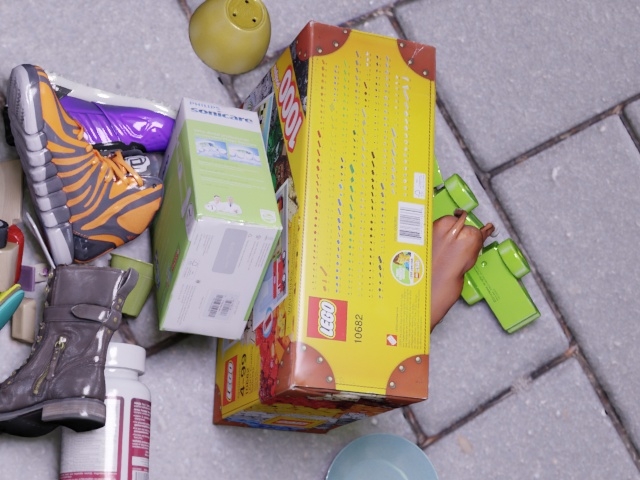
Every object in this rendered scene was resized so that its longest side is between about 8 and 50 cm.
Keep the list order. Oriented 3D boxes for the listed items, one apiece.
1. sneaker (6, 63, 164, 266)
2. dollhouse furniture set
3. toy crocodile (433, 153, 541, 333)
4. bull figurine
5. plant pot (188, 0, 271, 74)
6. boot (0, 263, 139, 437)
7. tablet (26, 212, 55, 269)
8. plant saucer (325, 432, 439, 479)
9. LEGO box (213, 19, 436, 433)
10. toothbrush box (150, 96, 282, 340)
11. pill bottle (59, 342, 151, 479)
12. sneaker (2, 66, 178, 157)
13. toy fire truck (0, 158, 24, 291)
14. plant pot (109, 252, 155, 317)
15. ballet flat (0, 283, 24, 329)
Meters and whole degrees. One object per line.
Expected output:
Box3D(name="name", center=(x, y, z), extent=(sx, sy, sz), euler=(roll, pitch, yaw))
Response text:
Box3D(name="sneaker", center=(-0.323, -0.120, 1.693), extent=(0.180, 0.321, 0.124), euler=(-19, 43, -17))
Box3D(name="dollhouse furniture set", center=(-0.422, 0.085, 1.738), extent=(0.081, 0.091, 0.114), euler=(-9, 104, -63))
Box3D(name="toy crocodile", center=(0.240, -0.002, 1.972), extent=(0.115, 0.105, 0.340), euler=(-37, 92, 16))
Box3D(name="bull figurine", center=(0.157, 0.078, 1.853), extent=(0.101, 0.310, 0.188), euler=(39, 26, 9))
Box3D(name="plant pot", center=(-0.133, -0.343, 1.919), extent=(0.134, 0.095, 0.134), euler=(5, 74, -19))
Box3D(name="boot", center=(-0.368, 0.143, 1.645), extent=(0.091, 0.263, 0.229), euler=(42, 47, -57))
Box3D(name="tablet", center=(-0.396, 0.003, 1.719), extent=(0.006, 0.054, 0.083), euler=(-26, 121, -13))
Box3D(name="plant saucer", center=(0.090, 0.390, 1.836), extent=(0.195, 0.037, 0.195), euler=(5, 74, -19))
Box3D(name="LEGO box", center=(0.000, 0.000, 1.724), extent=(0.193, 0.372, 0.500), euler=(9, 72, -19))
Box3D(name="toothbrush box", center=(-0.155, -0.033, 1.697), extent=(0.122, 0.206, 0.283), euler=(9, 35, -20))
Box3D(name="pill bottle", center=(-0.296, 0.259, 1.676), extent=(0.121, 0.121, 0.221), euler=(6, 73, -20))
Box3D(name="sneaker", center=(-0.329, -0.147, 1.796), extent=(0.293, 0.102, 0.146), euler=(15, 77, -13))
Box3D(name="toy fire truck", center=(-0.503, -0.024, 1.671), extent=(0.217, 0.246, 0.159), euler=(10, 104, 0))
Box3D(name="plant pot", center=(-0.279, 0.068, 1.766), extent=(0.083, 0.083, 0.079), euler=(20, 82, -15))
Box3D(name="ballet flat", center=(-0.498, 0.141, 1.645), extent=(0.077, 0.077, 0.231), euler=(32, 80, 6))
